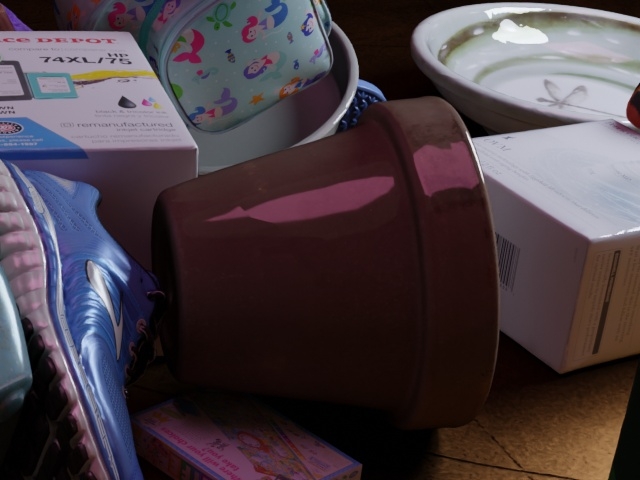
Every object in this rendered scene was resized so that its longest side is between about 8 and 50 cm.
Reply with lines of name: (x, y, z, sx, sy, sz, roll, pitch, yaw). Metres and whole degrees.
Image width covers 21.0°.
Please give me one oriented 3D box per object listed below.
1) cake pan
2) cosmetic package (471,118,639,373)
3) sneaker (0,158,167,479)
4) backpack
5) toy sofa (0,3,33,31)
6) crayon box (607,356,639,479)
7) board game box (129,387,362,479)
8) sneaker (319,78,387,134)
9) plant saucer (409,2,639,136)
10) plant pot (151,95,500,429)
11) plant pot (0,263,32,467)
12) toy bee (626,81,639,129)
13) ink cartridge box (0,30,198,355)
cake pan: (-0.105, -0.154, 1.813, 0.293, 0.054, 0.293, -2, 46, 2)
cosmetic package: (0.249, -0.004, 1.597, 0.224, 0.138, 0.224, -9, 29, -33)
sneaker: (-0.164, 0.076, 1.238, 0.147, 0.130, 0.330, 2, 55, -33)
backpack: (-0.122, -0.219, 1.686, 0.253, 0.225, 0.191, -26, 52, -4)
toy sofa: (-0.399, -0.230, 1.822, 0.177, 0.150, 0.362, -35, 40, -15)
crayon box: (0.301, 0.125, 1.128, 0.106, 0.313, 0.363, 25, 30, 28)
board game box: (-0.060, 0.161, 1.297, 0.103, 0.026, 0.154, -18, 35, -42)
sneaker: (-0.043, -0.163, 1.920, 0.232, 0.081, 0.090, 1, 33, -9)
plant saucer: (0.297, -0.169, 1.998, 0.400, 0.100, 0.400, 5, 26, -2)
plant pot: (-0.007, 0.026, 1.334, 0.229, 0.263, 0.263, -5, 27, -14)
plant pot: (-0.338, 0.090, 1.145, 0.252, 0.248, 0.247, 38, 36, 19)
toy bee: (0.457, -0.100, 1.678, 0.298, 0.162, 0.195, 30, 23, -17)
ink cartridge box: (-0.236, -0.045, 1.484, 0.198, 0.197, 0.270, -2, 27, -19)
